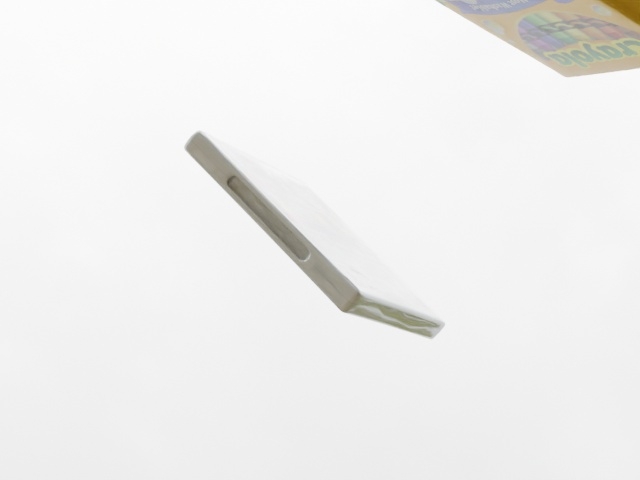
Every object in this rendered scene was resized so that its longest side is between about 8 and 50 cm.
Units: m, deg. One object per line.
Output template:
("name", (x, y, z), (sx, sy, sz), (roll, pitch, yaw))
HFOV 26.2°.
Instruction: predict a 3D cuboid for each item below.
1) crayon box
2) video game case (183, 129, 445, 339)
("crayon box", (0.183, -0.222, 1.117), (0.323, 0.203, 0.083), (26, -97, -20))
("video game case", (0.000, 0.000, 1.062), (0.023, 0.183, 0.201), (-48, -23, 9))
